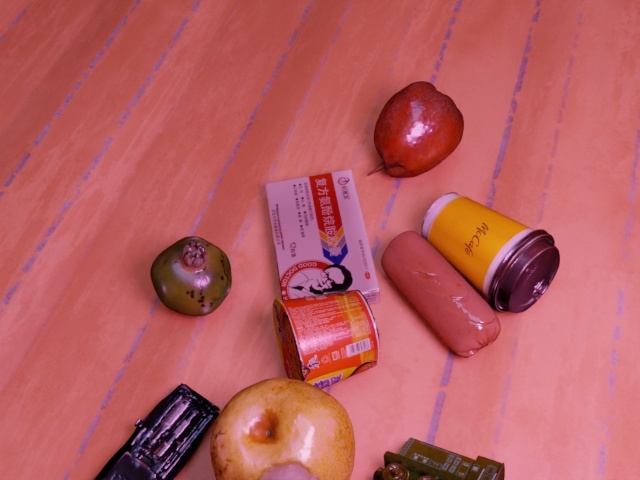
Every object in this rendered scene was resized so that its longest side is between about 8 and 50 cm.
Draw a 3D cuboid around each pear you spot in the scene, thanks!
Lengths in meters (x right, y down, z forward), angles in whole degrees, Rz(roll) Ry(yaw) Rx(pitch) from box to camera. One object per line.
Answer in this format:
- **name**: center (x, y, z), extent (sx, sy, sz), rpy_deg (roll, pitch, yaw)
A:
- **pear**: center (-0.063, 0.376, 1.295), extent (0.270, 0.271, 0.271), rpy_deg (-3, 55, 4)

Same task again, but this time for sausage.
- **sausage**: center (0.252, 0.114, 1.529), extent (0.121, 0.121, 0.304), rpy_deg (-30, 56, -15)

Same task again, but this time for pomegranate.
- **pomegranate**: center (-0.278, 0.067, 1.563), extent (0.179, 0.210, 0.180), rpy_deg (4, 63, -8)

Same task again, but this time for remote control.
- **remote control**: center (-0.354, 0.453, 1.389), extent (0.144, 0.062, 0.399), rpy_deg (27, 62, 22)

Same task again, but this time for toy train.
- **toy train**: center (0.212, 0.435, 1.303), extent (0.225, 0.090, 0.137), rpy_deg (13, 37, 30)

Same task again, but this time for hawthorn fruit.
- **hawthorn fruit**: center (0.217, -0.246, 1.752), extent (0.210, 0.210, 0.262), rpy_deg (37, 88, 27)

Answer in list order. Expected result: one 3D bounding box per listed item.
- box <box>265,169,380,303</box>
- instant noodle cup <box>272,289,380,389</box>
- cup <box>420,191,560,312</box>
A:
- **box**: center (0.000, 0.000, 1.672), extent (0.214, 0.069, 0.354), rpy_deg (-10, 56, -1)
- **instant noodle cup**: center (0.014, 0.197, 1.456), extent (0.174, 0.213, 0.213), rpy_deg (-13, 54, -14)
- **cup**: center (0.359, 0.016, 1.557), extent (0.196, 0.196, 0.279), rpy_deg (-36, 52, -19)
